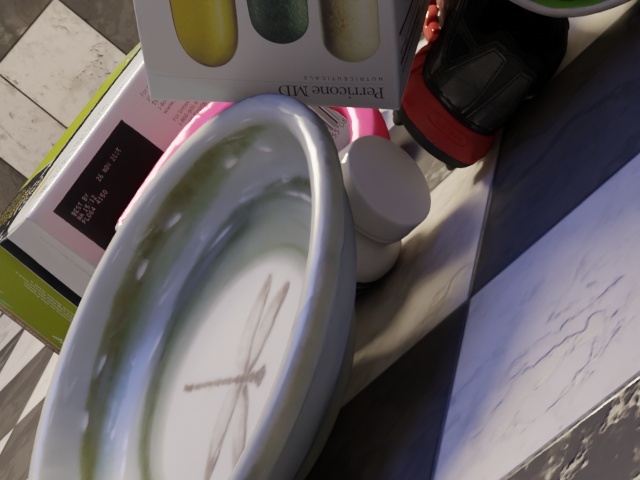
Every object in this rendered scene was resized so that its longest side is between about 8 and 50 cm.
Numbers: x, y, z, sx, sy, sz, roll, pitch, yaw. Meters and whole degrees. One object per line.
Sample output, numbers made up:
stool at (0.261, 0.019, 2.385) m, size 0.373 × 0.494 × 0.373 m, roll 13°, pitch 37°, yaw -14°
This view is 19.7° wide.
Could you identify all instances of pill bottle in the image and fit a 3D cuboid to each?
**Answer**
pill bottle at (0.000, 0.000, 1.435) m, size 0.180 × 0.108 × 0.108 m, roll -40°, pitch 17°, yaw 39°

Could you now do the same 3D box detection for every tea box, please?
tea box at (-0.163, -0.050, 1.873) m, size 0.329 × 0.220 × 0.323 m, roll -56°, pitch 13°, yaw -21°

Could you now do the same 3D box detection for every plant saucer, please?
plant saucer at (-0.074, 0.095, 1.309) m, size 0.400 × 0.100 × 0.400 m, roll -43°, pitch 33°, yaw 37°

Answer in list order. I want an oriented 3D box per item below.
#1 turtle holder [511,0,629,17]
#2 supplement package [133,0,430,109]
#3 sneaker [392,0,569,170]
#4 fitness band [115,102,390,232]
turtle holder at (0.222, -0.290, 1.294) m, size 0.320 × 0.243 × 0.227 m, roll -2°, pitch 61°, yaw 30°
supplement package at (-0.027, -0.261, 1.357) m, size 0.198 × 0.199 × 0.263 m, roll -73°, pitch -18°, yaw -50°
sneaker at (0.139, -0.172, 1.461) m, size 0.135 × 0.097 × 0.276 m, roll -43°, pitch 17°, yaw 32°
fitness band at (-0.060, -0.035, 1.627) m, size 0.209 × 0.054 × 0.291 m, roll 15°, pitch 63°, yaw 37°
